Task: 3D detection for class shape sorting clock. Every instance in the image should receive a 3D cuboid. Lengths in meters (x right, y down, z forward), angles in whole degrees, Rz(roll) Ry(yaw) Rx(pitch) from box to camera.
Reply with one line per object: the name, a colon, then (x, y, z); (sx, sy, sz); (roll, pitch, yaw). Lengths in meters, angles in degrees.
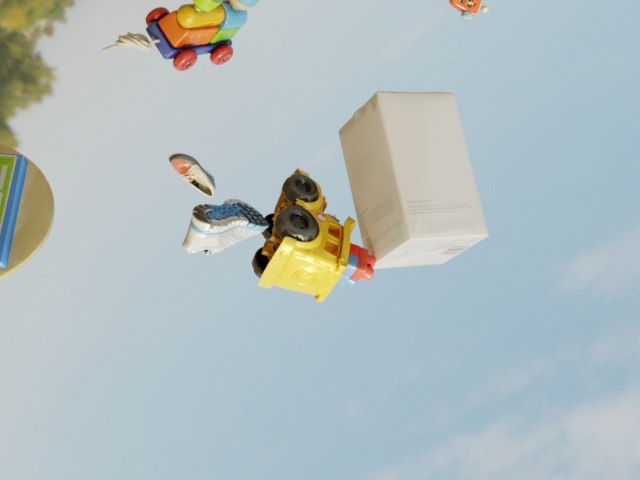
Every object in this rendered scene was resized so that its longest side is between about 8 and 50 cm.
shape sorting clock: (-0.354, -0.025, 0.915); (0.040, 0.206, 0.206); (108, 2, -46)

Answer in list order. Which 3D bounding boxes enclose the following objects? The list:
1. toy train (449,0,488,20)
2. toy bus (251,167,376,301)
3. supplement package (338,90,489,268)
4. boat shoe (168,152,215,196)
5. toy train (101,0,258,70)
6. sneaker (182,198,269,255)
toy train: (0.234, -0.456, 1.648); (0.046, 0.125, 0.166); (-1, -109, 69)
toy bus: (0.000, 0.000, 1.810); (0.220, 0.212, 0.149); (-82, -164, -45)
supplement package: (0.170, -0.113, 1.850); (0.177, 0.175, 0.292); (-39, -121, 59)
boat shoe: (-0.272, -0.140, 2.095); (0.049, 0.137, 0.043); (-23, -128, 24)
toy train: (-0.207, -0.343, 1.517); (0.143, 0.105, 0.248); (-40, 169, 38)
sneaker: (-0.159, -0.016, 1.592); (0.191, 0.071, 0.083); (-6, 134, -57)
